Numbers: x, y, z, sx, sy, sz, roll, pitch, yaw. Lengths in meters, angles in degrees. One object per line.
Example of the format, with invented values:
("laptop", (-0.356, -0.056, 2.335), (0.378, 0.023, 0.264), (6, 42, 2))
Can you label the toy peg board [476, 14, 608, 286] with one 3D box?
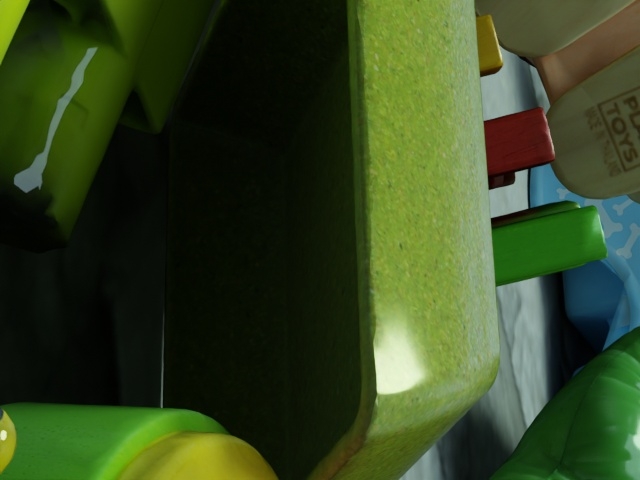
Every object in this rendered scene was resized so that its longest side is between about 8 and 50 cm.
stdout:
("toy peg board", (0.041, -0.043, 0.659), (0.161, 0.079, 0.160), (136, -59, -88))

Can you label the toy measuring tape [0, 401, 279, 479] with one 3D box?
("toy measuring tape", (-0.030, 0.127, 0.433), (0.330, 0.121, 0.121), (62, 25, -48))

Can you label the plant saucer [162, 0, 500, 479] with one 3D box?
("plant saucer", (0.000, 0.000, 0.501), (0.188, 0.045, 0.188), (124, -31, -57))

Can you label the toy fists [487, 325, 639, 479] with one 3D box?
("toy fists", (0.174, 0.169, 0.834), (0.142, 0.096, 0.279), (-43, 119, -36))

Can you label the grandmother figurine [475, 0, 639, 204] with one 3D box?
("grandmother figurine", (0.110, -0.112, 0.813), (0.342, 0.104, 0.207), (-89, 161, -72))

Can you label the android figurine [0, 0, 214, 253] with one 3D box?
("android figurine", (-0.048, -0.141, 0.472), (0.248, 0.056, 0.273), (73, 33, -69))

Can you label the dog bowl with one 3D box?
("dog bowl", (0.182, 0.070, 1.009), (0.166, 0.074, 0.297), (46, 37, -51))
